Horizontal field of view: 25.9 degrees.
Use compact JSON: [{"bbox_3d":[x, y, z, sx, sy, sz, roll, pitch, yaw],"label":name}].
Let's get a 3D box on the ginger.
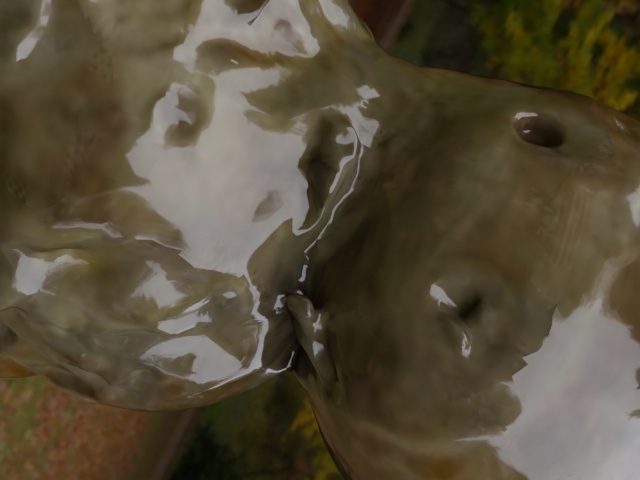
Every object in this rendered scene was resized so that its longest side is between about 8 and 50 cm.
[{"bbox_3d":[0.000,0.000,0.476,0.256,0.375,0.176,91,22,-57],"label":"ginger"}]
